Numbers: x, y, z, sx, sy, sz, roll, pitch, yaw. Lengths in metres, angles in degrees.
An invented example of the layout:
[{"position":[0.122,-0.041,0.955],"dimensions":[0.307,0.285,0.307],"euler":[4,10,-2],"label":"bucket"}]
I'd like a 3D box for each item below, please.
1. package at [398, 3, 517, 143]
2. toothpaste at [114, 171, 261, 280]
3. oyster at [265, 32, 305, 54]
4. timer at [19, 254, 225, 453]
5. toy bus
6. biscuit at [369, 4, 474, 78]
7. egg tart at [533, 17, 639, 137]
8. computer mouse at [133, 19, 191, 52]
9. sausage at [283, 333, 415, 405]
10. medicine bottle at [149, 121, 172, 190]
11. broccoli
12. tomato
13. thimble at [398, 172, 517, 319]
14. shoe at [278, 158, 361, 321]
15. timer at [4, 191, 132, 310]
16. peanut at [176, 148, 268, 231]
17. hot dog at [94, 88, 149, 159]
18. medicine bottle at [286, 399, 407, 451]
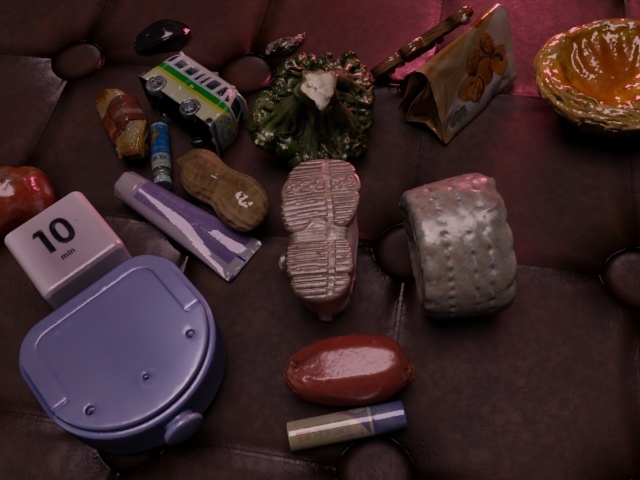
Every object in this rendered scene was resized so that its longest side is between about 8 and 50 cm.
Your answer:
[{"position":[0.326,-0.426,1.777],"dimensions":[0.165,0.221,0.311],"euler":[25,62,42],"label":"package"},{"position":[-0.322,-0.044,1.659],"dimensions":[0.371,0.080,0.125],"euler":[30,62,15],"label":"toothpaste"},{"position":[-0.099,-0.542,1.968],"dimensions":[0.100,0.037,0.098],"euler":[-5,37,26],"label":"oyster"},{"position":[-0.368,0.251,1.422],"dimensions":[0.394,0.173,0.395],"euler":[-2,57,3],"label":"timer"},{"position":[-0.314,-0.355,1.808],"dimensions":[0.276,0.134,0.165],"euler":[36,68,23],"label":"toy bus"},{"position":[0.260,-0.500,1.809],"dimensions":[0.301,0.197,0.049],"euler":[-29,95,24],"label":"biscuit"},{"position":[0.704,-0.376,1.710],"dimensions":[0.387,0.169,0.388],"euler":[-4,55,5],"label":"egg tart"},{"position":[-0.452,-0.581,2.002],"dimensions":[0.172,0.057,0.099],"euler":[-15,60,0],"label":"computer mouse"},{"position":[0.059,0.257,1.405],"dimensions":[0.254,0.148,0.148],"euler":[-4,58,7],"label":"sausage"},{"position":[-0.400,-0.211,1.778],"dimensions":[0.051,0.051,0.191],"euler":[-12,59,-2],"label":"medicine bottle"},{"position":[-0.017,-0.315,1.676],"dimensions":[0.303,0.283,0.322],"euler":[11,78,0],"label":"broccoli"},{"position":[-0.747,-0.099,1.688],"dimensions":[0.214,0.155,0.181],"euler":[-27,64,-12],"label":"tomato"},{"position":[0.276,0.011,1.459],"dimensions":[0.195,0.292,0.292],"euler":[-9,58,1],"label":"thimble"},{"position":[-0.003,-0.001,1.526],"dimensions":[0.171,0.198,0.351],"euler":[4,62,5],"label":"shoe"},{"position":[-0.532,0.047,1.549],"dimensions":[0.192,0.194,0.195],"euler":[-37,64,-17],"label":"timer"},{"position":[-0.230,-0.126,1.671],"dimensions":[0.298,0.136,0.120],"euler":[37,108,27],"label":"peanut"},{"position":[-0.490,-0.297,1.805],"dimensions":[0.093,0.123,0.262],"euler":[-7,58,-42],"label":"hot dog"},{"position":[0.052,0.362,1.383],"dimensions":[0.230,0.059,0.059],"euler":[-11,58,-1],"label":"medicine bottle"}]
